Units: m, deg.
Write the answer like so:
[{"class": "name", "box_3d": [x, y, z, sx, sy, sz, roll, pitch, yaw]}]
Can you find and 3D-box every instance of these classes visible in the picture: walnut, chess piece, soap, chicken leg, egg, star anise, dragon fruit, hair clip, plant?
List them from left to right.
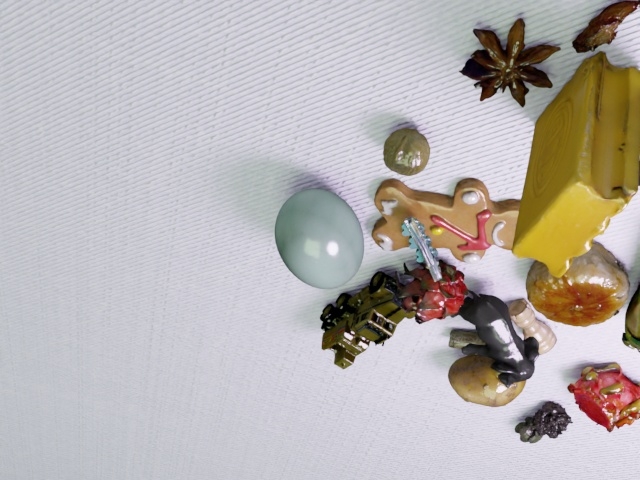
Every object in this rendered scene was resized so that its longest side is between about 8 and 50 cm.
[{"class": "egg", "box_3d": [0.000, 0.000, 1.806, 0.168, 0.168, 0.231, -2, 140, 20]}, {"class": "walnut", "box_3d": [0.152, -0.156, 1.650, 0.092, 0.092, 0.092, 9, 140, 8]}, {"class": "hair clip", "box_3d": [0.192, 0.010, 1.785, 0.049, 0.049, 0.173, -8, 133, 26]}, {"class": "dragon fruit", "box_3d": [0.227, 0.103, 1.885, 0.142, 0.130, 0.121, -7, 97, 10]}, {"class": "star anise", "box_3d": [0.299, -0.279, 1.478, 0.168, 0.057, 0.168, 9, 141, 8]}, {"class": "chess piece", "box_3d": [0.443, 0.179, 1.961, 0.066, 0.066, 0.122, -17, 124, 33]}, {"class": "plant", "box_3d": [0.526, 0.444, 2.227, 0.085, 0.087, 0.174, 55, 140, 8]}, {"class": "soap", "box_3d": [0.396, -0.126, 1.425, 0.096, 0.324, 0.204, 26, 137, -5]}, {"class": "chicken leg", "box_3d": [0.439, -0.326, 1.397, 0.062, 0.037, 0.145, 11, 146, -30]}, {"class": "dragon fruit", "box_3d": [0.650, 0.347, 2.043, 0.207, 0.150, 0.133, 4, 168, 4]}]

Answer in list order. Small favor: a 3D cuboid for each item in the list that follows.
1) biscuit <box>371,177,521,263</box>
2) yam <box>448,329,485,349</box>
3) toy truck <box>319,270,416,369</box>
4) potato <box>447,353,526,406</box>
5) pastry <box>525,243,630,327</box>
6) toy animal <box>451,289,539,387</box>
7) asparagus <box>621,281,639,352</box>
[{"class": "biscuit", "box_3d": [0.265, -0.030, 1.785, 0.339, 0.047, 0.216, 8, 141, 9]}, {"class": "yam", "box_3d": [0.330, 0.221, 2.056, 0.094, 0.043, 0.043, 4, 139, 11]}, {"class": "toy truck", "box_3d": [0.104, 0.173, 2.011, 0.127, 0.127, 0.257, 33, 133, -18]}, {"class": "potato", "box_3d": [0.376, 0.308, 2.076, 0.176, 0.137, 0.137, -13, 133, 33]}, {"class": "pastry", "box_3d": [0.502, 0.095, 1.818, 0.182, 0.093, 0.192, 36, 135, -26]}, {"class": "toy animal", "box_3d": [0.359, 0.213, 1.926, 0.245, 0.114, 0.146, 51, 156, -22]}, {"class": "asparagus", "box_3d": [0.648, 0.065, 1.718, 0.108, 0.128, 0.382, 44, 152, 34]}]
